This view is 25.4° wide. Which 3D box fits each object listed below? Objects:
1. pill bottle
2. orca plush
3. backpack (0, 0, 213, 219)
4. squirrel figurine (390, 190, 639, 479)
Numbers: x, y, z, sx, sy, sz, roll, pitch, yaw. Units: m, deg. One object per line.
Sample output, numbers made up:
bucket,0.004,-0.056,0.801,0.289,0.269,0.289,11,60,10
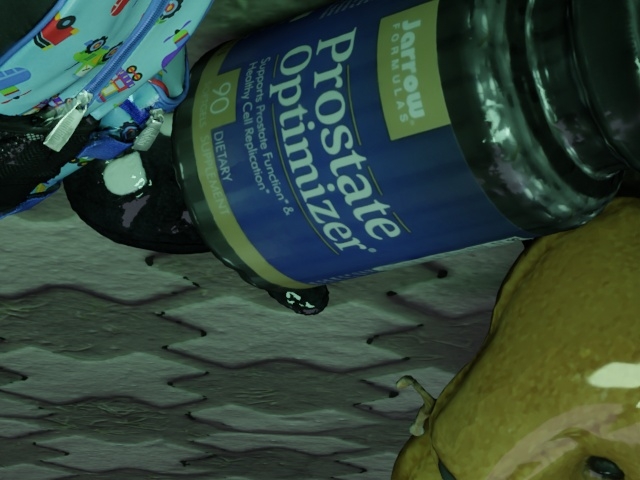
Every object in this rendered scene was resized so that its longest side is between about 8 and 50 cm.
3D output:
pill bottle,0.053,-0.055,0.606,0.219,0.123,0.123,-14,154,36
orca plush,0.000,0.000,0.782,0.287,0.102,0.151,9,158,-19
backpack,-0.093,-0.104,0.460,0.173,0.158,0.117,-30,152,36
squirrel figurine,0.221,0.073,0.759,0.397,0.281,0.370,-28,146,2
